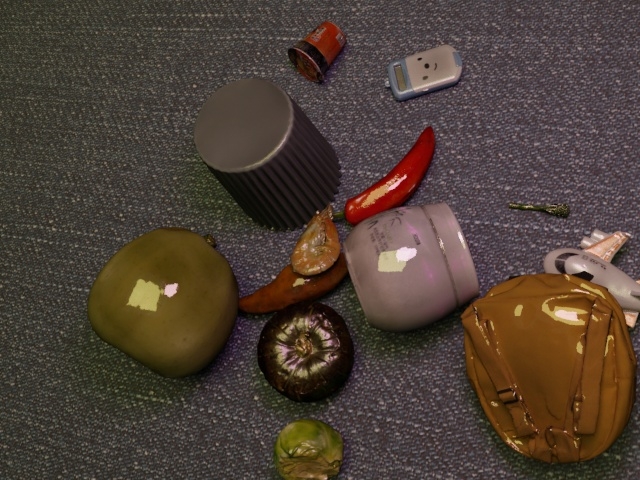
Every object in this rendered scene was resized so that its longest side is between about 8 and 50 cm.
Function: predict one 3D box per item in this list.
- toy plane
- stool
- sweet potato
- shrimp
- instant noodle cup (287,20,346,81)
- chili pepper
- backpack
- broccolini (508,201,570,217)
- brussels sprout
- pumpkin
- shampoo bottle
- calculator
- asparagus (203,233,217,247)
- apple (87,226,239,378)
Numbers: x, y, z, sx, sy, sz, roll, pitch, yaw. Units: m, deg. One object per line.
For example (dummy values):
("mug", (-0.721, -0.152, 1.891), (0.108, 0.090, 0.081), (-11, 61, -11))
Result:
("toy plane", (0.599, 0.088, 1.506), (0.245, 0.117, 0.244), (-5, 71, 16))
("stool", (-0.133, -0.215, 1.732), (0.297, 0.330, 0.297), (-6, 69, 16))
("sweet potato", (-0.048, 0.104, 1.714), (0.359, 0.112, 0.112), (-27, 65, 4))
("shrimp", (0.001, 0.001, 1.690), (0.115, 0.051, 0.217), (10, 52, 15))
("instant noodle cup", (-0.002, -0.527, 1.926), (0.127, 0.127, 0.135), (35, 76, 25))
("chili pepper", (0.172, -0.137, 1.752), (0.368, 0.092, 0.137), (-37, 37, -2))
("backpack", (0.456, 0.251, 1.418), (0.354, 0.201, 0.378), (0, 94, 38))
("broccolini", (0.516, -0.081, 1.645), (0.140, 0.030, 0.035), (10, 66, 25))
("brussels sprout", (-0.028, 0.467, 1.570), (0.149, 0.151, 0.122), (-32, 31, 32))
("pumpkin", (-0.038, 0.257, 1.626), (0.238, 0.159, 0.238), (-5, 66, 12))
("shampoo bottle", (0.201, 0.057, 1.558), (0.266, 0.273, 0.273), (-21, 66, 3))
("calculator", (0.270, -0.442, 1.845), (0.210, 0.039, 0.121), (-14, 66, 13))
("asparagus", (-0.362, 0.039, 1.875), (0.178, 0.041, 0.045), (-30, 57, 7))
("apple", (-0.366, 0.146, 1.675), (0.357, 0.357, 0.357), (-6, 69, 16))
